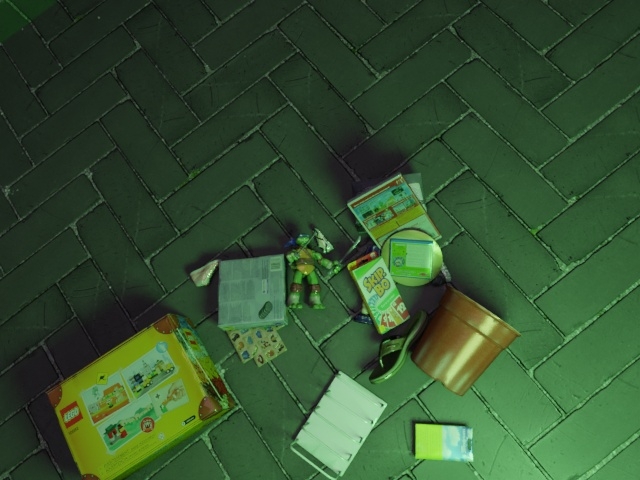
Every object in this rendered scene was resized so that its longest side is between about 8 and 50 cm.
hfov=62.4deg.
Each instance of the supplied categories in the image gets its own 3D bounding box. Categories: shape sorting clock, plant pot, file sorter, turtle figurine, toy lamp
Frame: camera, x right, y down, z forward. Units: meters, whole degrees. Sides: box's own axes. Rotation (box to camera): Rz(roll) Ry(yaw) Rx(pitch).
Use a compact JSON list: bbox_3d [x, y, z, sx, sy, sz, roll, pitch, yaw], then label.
[{"bbox_3d":[0.310,0.060,1.800,0.207,0.040,0.206,5,107,15],"label":"shape sorting clock"},{"bbox_3d":[0.437,0.324,1.669,0.272,0.272,0.265,36,91,16],"label":"plant pot"},{"bbox_3d":[0.057,0.589,1.697,0.193,0.173,0.277,32,82,15],"label":"file sorter"},{"bbox_3d":[-0.027,0.101,1.818,0.275,0.198,0.266,-1,84,27],"label":"turtle figurine"},{"bbox_3d":[0.169,0.152,1.845,0.080,0.080,0.274,9,79,12],"label":"toy lamp"}]

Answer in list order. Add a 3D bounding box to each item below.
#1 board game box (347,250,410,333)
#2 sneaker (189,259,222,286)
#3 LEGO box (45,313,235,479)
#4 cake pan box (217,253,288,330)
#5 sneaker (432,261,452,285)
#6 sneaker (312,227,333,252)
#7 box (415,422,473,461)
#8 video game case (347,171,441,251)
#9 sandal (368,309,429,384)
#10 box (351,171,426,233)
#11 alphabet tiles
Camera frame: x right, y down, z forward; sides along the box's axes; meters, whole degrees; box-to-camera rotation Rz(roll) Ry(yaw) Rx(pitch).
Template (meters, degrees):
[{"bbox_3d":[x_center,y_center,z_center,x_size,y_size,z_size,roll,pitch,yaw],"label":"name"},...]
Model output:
[{"bbox_3d":[0.197,0.173,1.793,0.124,0.039,0.259,-26,89,-21],"label":"board game box"},{"bbox_3d":[-0.414,0.126,1.964,0.134,0.051,0.070,-28,74,5],"label":"sneaker"},{"bbox_3d":[-0.611,0.546,1.809,0.500,0.193,0.372,-32,73,0],"label":"LEGO box"},{"bbox_3d":[-0.241,0.180,1.892,0.246,0.070,0.266,-7,65,6],"label":"cake pan box"},{"bbox_3d":[0.386,0.083,1.835,0.076,0.065,0.166,-29,70,6],"label":"sneaker"},{"bbox_3d":[0.000,0.000,1.932,0.044,0.040,0.109,-39,72,0],"label":"sneaker"},{"bbox_3d":[0.393,0.645,1.691,0.179,0.042,0.108,0,76,9],"label":"box"},{"bbox_3d":[0.250,-0.071,1.776,0.204,0.285,0.025,-29,28,20],"label":"video game case"},{"bbox_3d":[0.246,0.344,1.754,0.086,0.120,0.302,39,75,-8],"label":"sandal"},{"bbox_3d":[0.243,-0.129,1.871,0.248,0.142,0.163,-7,74,8],"label":"box"},{"bbox_3d":[-0.228,0.319,1.893,0.198,0.009,0.237,-31,75,-4],"label":"alphabet tiles"}]
